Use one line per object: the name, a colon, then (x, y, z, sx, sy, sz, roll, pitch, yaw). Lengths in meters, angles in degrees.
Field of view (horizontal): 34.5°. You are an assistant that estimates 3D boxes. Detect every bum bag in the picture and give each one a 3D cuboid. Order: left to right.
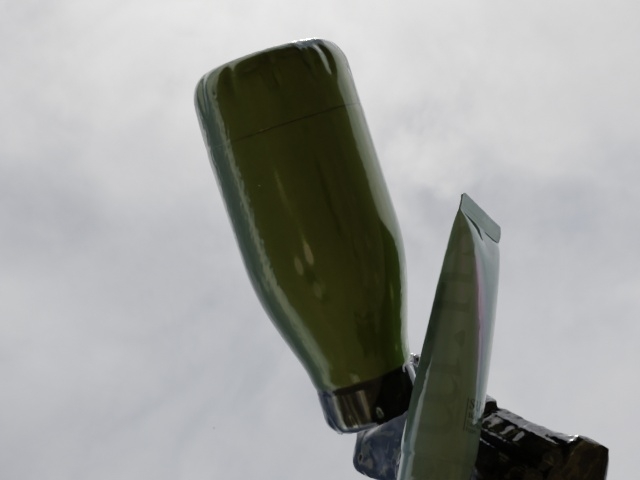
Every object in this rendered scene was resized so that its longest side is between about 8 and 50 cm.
bum bag: (0.100, 0.154, 0.735, 0.069, 0.248, 0.102, 45, -102, -27)

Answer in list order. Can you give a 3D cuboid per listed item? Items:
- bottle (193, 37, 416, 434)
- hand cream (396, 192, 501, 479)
bottle: (0.000, 0.000, 0.705, 0.112, 0.112, 0.260, -18, -87, -9)
hand cream: (0.090, 0.076, 0.682, 0.049, 0.078, 0.205, 4, -106, 33)
